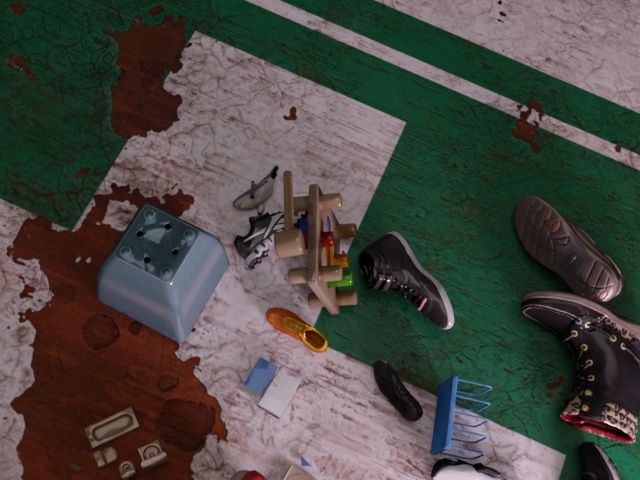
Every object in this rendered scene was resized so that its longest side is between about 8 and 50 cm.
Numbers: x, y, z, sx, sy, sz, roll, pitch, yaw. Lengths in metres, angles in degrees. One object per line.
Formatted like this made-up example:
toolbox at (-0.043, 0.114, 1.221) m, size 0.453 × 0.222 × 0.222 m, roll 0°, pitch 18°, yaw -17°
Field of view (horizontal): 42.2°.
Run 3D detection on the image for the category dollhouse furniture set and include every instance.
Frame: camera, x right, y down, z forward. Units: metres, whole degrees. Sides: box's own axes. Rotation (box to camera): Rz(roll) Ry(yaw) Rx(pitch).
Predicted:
dollhouse furniture set at (-0.436, 0.449, 1.847) m, size 0.144 × 0.123 × 0.151 m, roll -24°, pitch 73°, yaw -16°

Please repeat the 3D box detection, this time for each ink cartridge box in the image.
ink cartridge box at (-0.095, 0.361, 1.978) m, size 0.063 × 0.029 × 0.115 m, roll 30°, pitch 66°, yaw 6°

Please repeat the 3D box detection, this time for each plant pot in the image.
plant pot at (-0.373, 0.050, 1.950) m, size 0.247 × 0.252 × 0.247 m, roll 27°, pitch 67°, yaw 4°

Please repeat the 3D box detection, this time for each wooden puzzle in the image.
wooden puzzle at (-0.054, 0.563, 1.909) m, size 0.078 × 0.014 × 0.116 m, roll 38°, pitch 69°, yaw 4°

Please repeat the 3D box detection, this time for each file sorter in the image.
file sorter at (0.335, 0.422, 1.959) m, size 0.104 × 0.118 × 0.170 m, roll 13°, pitch 67°, yaw -5°

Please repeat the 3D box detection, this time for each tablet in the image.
tablet at (-0.144, 0.327, 1.998) m, size 0.054 × 0.006 × 0.083 m, roll 29°, pitch 66°, yaw 5°

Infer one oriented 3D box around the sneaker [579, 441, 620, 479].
sneaker at (0.641, 0.615, 1.928) m, size 0.124 × 0.107 × 0.283 m, roll -14°, pitch 70°, yaw -6°

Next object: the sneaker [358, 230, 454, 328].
sneaker at (0.200, 0.118, 2.058) m, size 0.147 × 0.104 × 0.296 m, roll -21°, pitch 64°, yaw -32°

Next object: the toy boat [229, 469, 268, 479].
toy boat at (-0.149, 0.623, 1.787) m, size 0.151 × 0.151 × 0.231 m, roll 16°, pitch 66°, yaw 21°

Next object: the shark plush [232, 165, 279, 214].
shark plush at (-0.162, -0.144, 2.165) m, size 0.067 × 0.073 × 0.161 m, roll 17°, pitch 68°, yaw 33°

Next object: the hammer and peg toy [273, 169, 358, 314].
hammer and peg toy at (0.000, 0.000, 1.965) m, size 0.127 × 0.361 × 0.266 m, roll -5°, pitch 66°, yaw 13°

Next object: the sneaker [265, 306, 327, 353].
sneaker at (-0.054, 0.211, 2.024) m, size 0.175 × 0.067 × 0.064 m, roll 29°, pitch 69°, yaw 7°

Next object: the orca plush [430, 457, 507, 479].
orca plush at (0.392, 0.549, 1.925) m, size 0.287 × 0.151 × 0.102 m, roll 9°, pitch 36°, yaw 0°

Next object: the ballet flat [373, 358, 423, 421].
ballet flat at (0.185, 0.364, 2.011) m, size 0.057 × 0.049 × 0.173 m, roll -42°, pitch 72°, yaw 24°

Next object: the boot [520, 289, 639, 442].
boot at (0.646, 0.304, 2.041) m, size 0.377 × 0.138 × 0.284 m, roll 24°, pitch 67°, yaw -3°

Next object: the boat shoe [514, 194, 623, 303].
boat shoe at (0.645, 0.025, 2.164) m, size 0.130 × 0.132 × 0.355 m, roll 2°, pitch 45°, yaw -48°

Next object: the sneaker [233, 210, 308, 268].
sneaker at (-0.127, -0.039, 2.111) m, size 0.234 × 0.078 × 0.106 m, roll -42°, pitch 81°, yaw -18°
